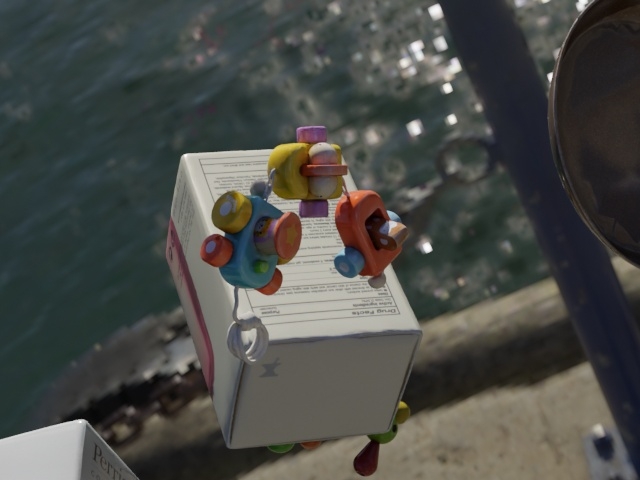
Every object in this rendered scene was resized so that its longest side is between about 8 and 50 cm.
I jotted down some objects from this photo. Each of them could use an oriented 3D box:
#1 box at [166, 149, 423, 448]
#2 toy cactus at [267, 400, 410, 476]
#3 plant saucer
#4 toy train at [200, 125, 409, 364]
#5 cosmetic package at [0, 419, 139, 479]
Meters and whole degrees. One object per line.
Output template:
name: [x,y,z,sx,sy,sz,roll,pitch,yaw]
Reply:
box: [-0.030,0.043,1.372,0.148,0.127,0.232,-3,44,-19]
toy cactus: [0.013,0.117,1.475,0.219,0.112,0.180,16,75,58]
plant saucer: [0.344,-0.113,1.720,0.050,0.310,0.310,-13,34,55]
toy train: [0.000,0.000,1.005,0.046,0.125,0.166,-2,26,41]
cosmetic package: [-0.243,0.415,1.445,0.161,0.230,0.453,-16,47,17]
